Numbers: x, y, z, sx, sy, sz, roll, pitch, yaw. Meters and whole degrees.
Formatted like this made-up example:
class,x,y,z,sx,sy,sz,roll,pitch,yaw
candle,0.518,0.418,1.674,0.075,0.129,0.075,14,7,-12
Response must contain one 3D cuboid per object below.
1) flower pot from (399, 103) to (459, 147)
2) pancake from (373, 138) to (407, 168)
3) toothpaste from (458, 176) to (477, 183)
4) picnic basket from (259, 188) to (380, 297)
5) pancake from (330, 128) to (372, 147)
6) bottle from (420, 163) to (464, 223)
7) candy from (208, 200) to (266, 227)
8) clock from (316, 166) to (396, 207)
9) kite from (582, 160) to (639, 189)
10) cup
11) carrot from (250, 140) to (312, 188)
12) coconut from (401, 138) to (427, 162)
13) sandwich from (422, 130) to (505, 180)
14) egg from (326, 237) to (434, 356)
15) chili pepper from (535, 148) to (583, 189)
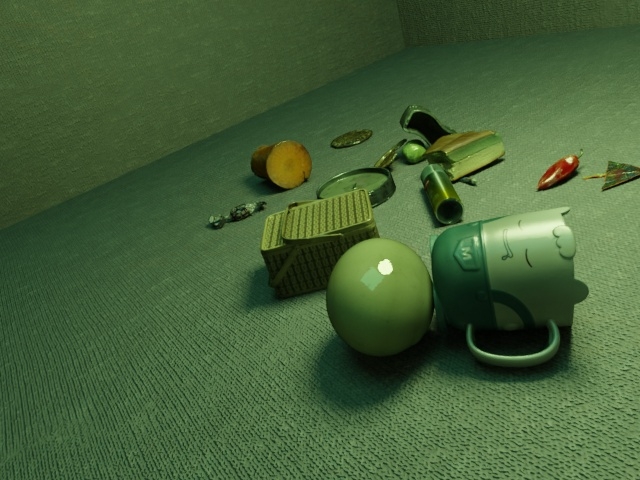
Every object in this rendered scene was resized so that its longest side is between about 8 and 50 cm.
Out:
class,x,y,z,sx,sy,sz,roll,pitch,yaw
flower pot,0.403,-0.403,1.873,0.103,0.229,0.108,-55,16,21
pancake,0.260,-0.313,1.910,0.184,0.020,0.190,-40,13,6
toothpaste,0.467,-0.190,1.620,0.027,0.019,0.083,-25,19,-10
picnic basket,0.000,0.000,1.374,0.313,0.175,0.228,-14,27,9
pancake,0.142,-0.470,2.364,0.199,0.021,0.199,-15,26,7
bottle,0.357,-0.145,1.532,0.082,0.082,0.286,-14,26,9
candy,-0.308,-0.107,1.917,0.226,0.051,0.094,-20,23,-2
clock,0.118,-0.176,1.775,0.281,0.055,0.280,-14,26,7
kite,0.800,-0.180,1.400,0.159,0.010,0.190,0,30,36
cup,0.348,0.091,0.967,0.258,0.219,0.289,-9,60,20
carrot,-0.171,-0.322,2.101,0.196,0.196,0.254,-27,25,-18
coconut,0.345,-0.332,1.901,0.088,0.088,0.096,-20,54,-4
sandwich,0.465,-0.277,1.681,0.220,0.108,0.186,-2,29,38
egg,0.119,0.112,1.034,0.219,0.219,0.269,-7,32,22
chili pepper,0.685,-0.197,1.462,0.191,0.050,0.059,-37,33,-9
